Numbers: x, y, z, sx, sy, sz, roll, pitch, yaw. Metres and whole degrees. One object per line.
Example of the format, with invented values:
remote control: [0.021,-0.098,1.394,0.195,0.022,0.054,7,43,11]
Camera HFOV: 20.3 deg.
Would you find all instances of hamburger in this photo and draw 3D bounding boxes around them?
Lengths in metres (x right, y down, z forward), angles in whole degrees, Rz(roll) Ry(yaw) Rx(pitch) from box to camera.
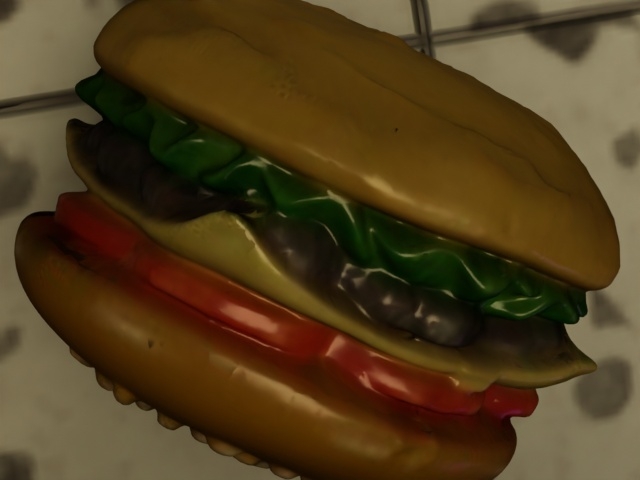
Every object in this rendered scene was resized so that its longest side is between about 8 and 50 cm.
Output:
hamburger: [0.000,0.000,0.477,0.162,0.162,0.115,23,96,-16]
